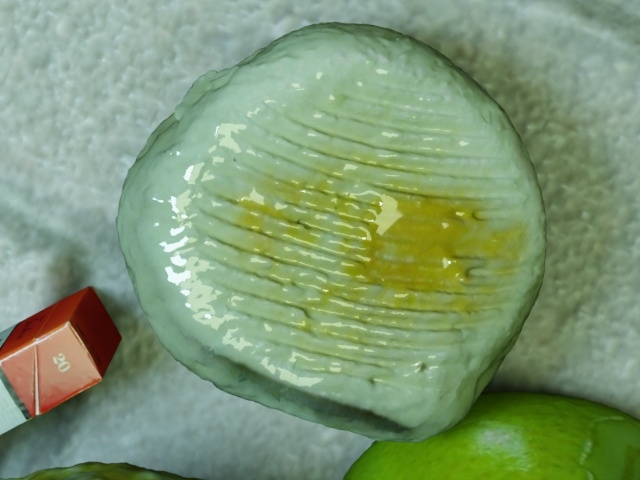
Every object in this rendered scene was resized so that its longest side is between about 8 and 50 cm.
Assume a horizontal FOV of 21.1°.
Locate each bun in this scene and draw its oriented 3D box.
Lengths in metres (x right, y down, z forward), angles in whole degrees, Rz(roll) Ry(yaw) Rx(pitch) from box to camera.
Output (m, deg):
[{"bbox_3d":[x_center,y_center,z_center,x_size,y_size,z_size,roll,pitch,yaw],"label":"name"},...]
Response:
[{"bbox_3d":[0.000,0.000,0.967,0.244,0.153,0.244,1,87,-16],"label":"bun"}]

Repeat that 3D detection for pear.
[{"bbox_3d":[0.151,0.226,0.942,0.176,0.282,0.286,-37,99,14],"label":"pear"}]

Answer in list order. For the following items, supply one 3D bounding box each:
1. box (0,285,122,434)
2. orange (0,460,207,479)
[{"bbox_3d":[-0.196,0.087,1.004,0.152,0.100,0.048,-26,102,4],"label":"box"},{"bbox_3d":[-0.134,0.264,0.972,0.271,0.210,0.368,25,116,-12],"label":"orange"}]
